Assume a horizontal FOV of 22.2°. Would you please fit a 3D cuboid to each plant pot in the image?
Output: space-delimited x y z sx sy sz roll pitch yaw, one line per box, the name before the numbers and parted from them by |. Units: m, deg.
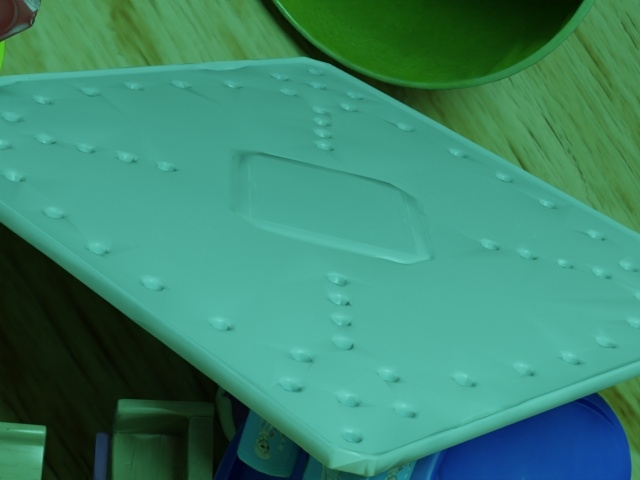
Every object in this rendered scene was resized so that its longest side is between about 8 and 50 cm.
plant pot | 0.118 -0.291 1.223 0.275 0.275 0.293 52 33 -8

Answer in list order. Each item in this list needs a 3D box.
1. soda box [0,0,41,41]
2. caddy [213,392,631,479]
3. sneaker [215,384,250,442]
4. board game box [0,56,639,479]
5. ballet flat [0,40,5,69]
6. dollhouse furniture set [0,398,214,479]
soda box | -0.250 -0.209 0.844 0.263 0.092 0.083 55 17 -39
caddy | 0.058 0.201 0.975 0.341 0.179 0.241 2 82 -57
sneaker | 0.023 0.055 1.073 0.095 0.104 0.236 49 50 -12
board game box | 0.000 0.000 0.933 0.390 0.050 0.390 32 28 33
ballet flat | -0.233 -0.194 1.007 0.077 0.077 0.231 -10 74 -64
dollhouse furniture set | -0.213 0.235 0.782 0.303 0.198 0.286 4 62 -10
